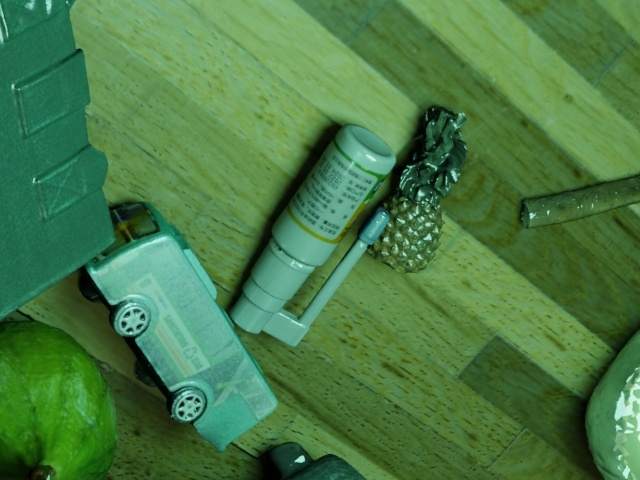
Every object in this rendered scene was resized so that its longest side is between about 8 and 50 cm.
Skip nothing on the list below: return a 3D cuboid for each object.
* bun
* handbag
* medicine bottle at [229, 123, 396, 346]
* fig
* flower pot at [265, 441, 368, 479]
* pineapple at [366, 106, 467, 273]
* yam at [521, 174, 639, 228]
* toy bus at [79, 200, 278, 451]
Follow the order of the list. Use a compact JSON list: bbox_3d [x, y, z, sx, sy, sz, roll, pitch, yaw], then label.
[{"bbox_3d":[0.420,0.190,2.074,0.287,0.146,0.287,0,91,-12],"label":"bun"},{"bbox_3d":[-0.284,-0.097,1.554,0.238,0.089,0.327,-33,129,-39],"label":"handbag"},{"bbox_3d":[0.000,0.000,1.811,0.092,0.061,0.221,28,112,-19],"label":"medicine bottle"},{"bbox_3d":[-0.259,0.186,1.693,0.203,0.235,0.203,-12,118,-23],"label":"fig"},{"bbox_3d":[-0.045,0.365,1.873,0.282,0.299,0.299,-32,127,-14],"label":"flower pot"},{"bbox_3d":[0.097,-0.050,1.833,0.074,0.074,0.159,11,110,-31],"label":"pineapple"},{"bbox_3d":[0.268,-0.039,1.946,0.145,0.032,0.032,-13,123,-18],"label":"yam"},{"bbox_3d":[-0.136,0.080,1.780,0.109,0.091,0.262,-33,129,-5],"label":"toy bus"}]
